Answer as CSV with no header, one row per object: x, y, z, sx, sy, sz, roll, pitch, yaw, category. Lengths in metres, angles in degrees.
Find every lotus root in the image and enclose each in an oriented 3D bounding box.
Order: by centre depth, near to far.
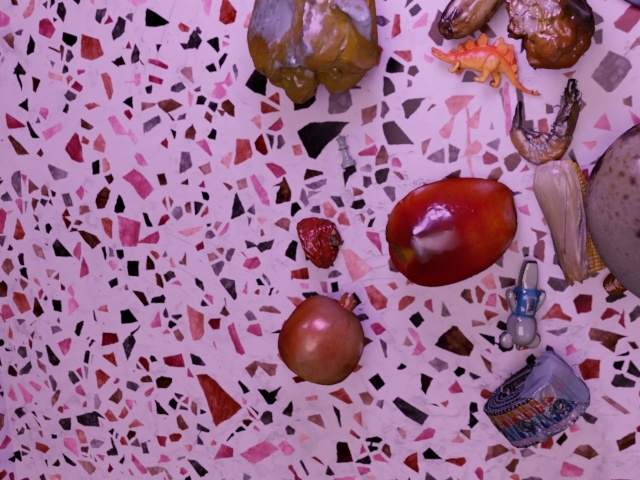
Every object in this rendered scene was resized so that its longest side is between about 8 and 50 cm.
0.384,-0.579,1.461,0.258,0.097,0.110,-49,52,20,lotus root

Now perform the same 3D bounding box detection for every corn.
0.594,-0.042,1.479,0.123,0.122,0.305,-12,100,45,corn

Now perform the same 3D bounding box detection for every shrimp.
0.539,-0.289,1.490,0.150,0.051,0.217,22,114,20,shrimp

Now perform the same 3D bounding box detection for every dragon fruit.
0.000,0.000,1.747,0.106,0.083,0.162,-29,88,21,dragon fruit

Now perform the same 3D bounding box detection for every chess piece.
0.066,-0.244,1.690,0.042,0.042,0.093,-16,90,23,chess piece

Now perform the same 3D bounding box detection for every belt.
0.541,0.400,1.553,0.150,0.207,0.257,48,121,3,belt

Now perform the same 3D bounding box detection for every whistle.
0.520,0.165,1.585,0.113,0.077,0.236,3,98,-10,whistle

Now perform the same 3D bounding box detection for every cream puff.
0.503,-0.493,1.354,0.241,0.269,0.154,30,147,-25,cream puff
0.001,-0.520,1.548,0.378,0.275,0.379,0,90,53,cream puff

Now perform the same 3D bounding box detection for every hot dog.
0.730,0.100,1.507,0.083,0.035,0.058,-39,86,23,hot dog

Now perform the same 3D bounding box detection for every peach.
0.336,-0.034,1.567,0.338,0.281,0.281,-27,91,-11,peach

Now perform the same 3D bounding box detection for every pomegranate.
0.014,0.261,1.710,0.229,0.252,0.271,30,90,4,pomegranate

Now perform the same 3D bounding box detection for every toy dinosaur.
0.410,-0.437,1.501,0.288,0.070,0.117,20,108,11,toy dinosaur

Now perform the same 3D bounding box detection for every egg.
0.747,-0.049,1.300,0.344,0.345,0.428,-12,99,23,egg

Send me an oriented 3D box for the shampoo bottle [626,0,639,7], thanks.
0.650,-0.607,1.378,0.233,0.049,0.087,37,110,10,shampoo bottle
